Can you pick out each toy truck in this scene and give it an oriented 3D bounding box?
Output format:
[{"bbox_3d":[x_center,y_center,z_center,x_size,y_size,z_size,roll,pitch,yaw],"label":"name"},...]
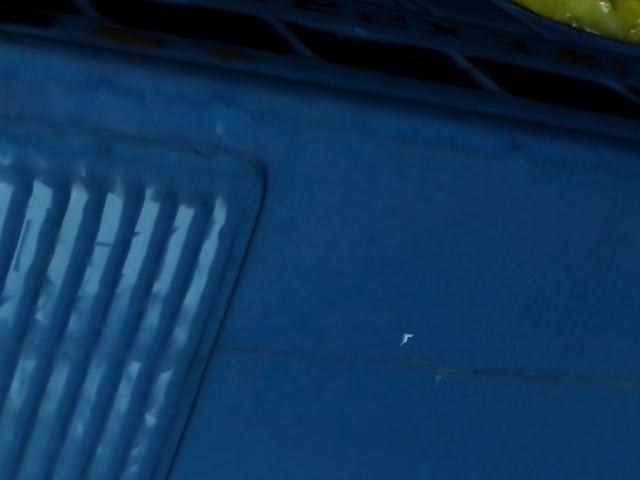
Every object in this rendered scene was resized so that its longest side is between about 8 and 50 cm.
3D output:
[{"bbox_3d":[0.000,0.000,0.526,0.385,0.162,0.161,8,114,-32],"label":"toy truck"}]
